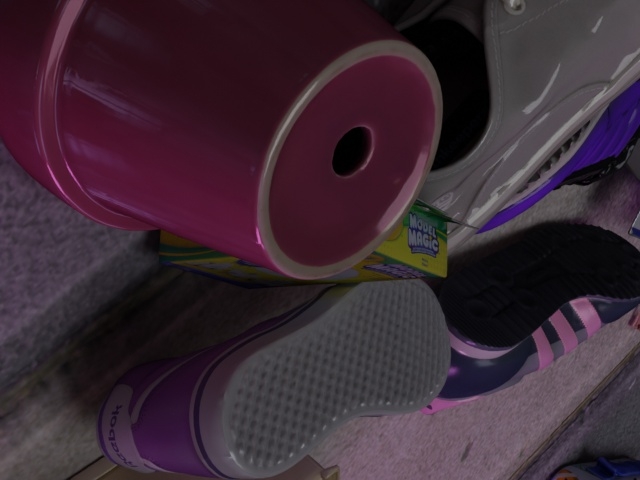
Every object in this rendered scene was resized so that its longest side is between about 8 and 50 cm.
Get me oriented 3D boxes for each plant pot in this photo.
[{"bbox_3d":[-0.044,-0.076,0.610,0.201,0.180,0.201,-29,136,-32],"label":"plant pot"}]

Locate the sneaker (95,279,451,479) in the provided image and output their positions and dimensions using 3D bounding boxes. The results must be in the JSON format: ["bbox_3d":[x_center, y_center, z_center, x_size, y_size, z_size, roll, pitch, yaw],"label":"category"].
[{"bbox_3d":[-0.034,0.090,0.804,0.282,0.161,0.102,-12,89,-51],"label":"sneaker"}]

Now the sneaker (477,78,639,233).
[{"bbox_3d":[0.203,-0.083,0.966,0.293,0.102,0.146,-44,143,-18],"label":"sneaker"}]

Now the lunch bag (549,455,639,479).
[{"bbox_3d":[0.368,0.402,1.533,0.303,0.115,0.243,9,108,-53],"label":"lunch bag"}]

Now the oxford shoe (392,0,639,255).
[{"bbox_3d":[0.155,-0.174,0.793,0.449,0.169,0.130,-48,143,-3],"label":"oxford shoe"}]

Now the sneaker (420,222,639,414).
[{"bbox_3d":[0.195,0.072,1.096,0.319,0.112,0.131,-13,143,-41],"label":"sneaker"}]

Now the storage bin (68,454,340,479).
[{"bbox_3d":[-0.117,0.282,0.851,0.262,0.123,0.260,-32,139,-31],"label":"storage bin"}]

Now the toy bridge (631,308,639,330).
[{"bbox_3d":[0.429,0.027,1.386,0.063,0.026,0.188,22,99,-53],"label":"toy bridge"}]

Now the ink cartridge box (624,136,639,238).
[{"bbox_3d":[0.398,-0.153,1.179,0.165,0.065,0.332,16,103,-54],"label":"ink cartridge box"}]

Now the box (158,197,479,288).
[{"bbox_3d":[0.000,0.000,0.726,0.105,0.179,0.043,20,67,-55],"label":"box"}]
